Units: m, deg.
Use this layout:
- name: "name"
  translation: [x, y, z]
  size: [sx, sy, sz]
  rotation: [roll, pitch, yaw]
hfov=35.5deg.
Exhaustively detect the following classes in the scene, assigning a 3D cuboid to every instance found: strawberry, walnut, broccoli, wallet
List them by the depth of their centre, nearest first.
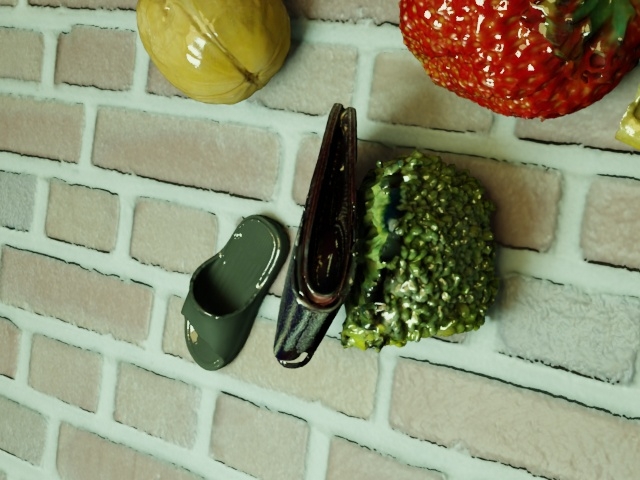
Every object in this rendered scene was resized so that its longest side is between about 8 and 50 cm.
- name: "strawberry"
  translation: [0.199, -0.254, 1.049]
  size: [0.288, 0.238, 0.250]
  rotation: [-7, 73, 50]
- name: "wallet"
  translation: [0.000, 0.000, 1.186]
  size: [0.071, 0.221, 0.262]
  rotation: [9, 65, -4]
- name: "broccoli"
  translation: [0.118, 0.022, 1.187]
  size: [0.180, 0.273, 0.243]
  rotation: [11, 86, -9]
- name: "walnut"
  translation: [-0.144, -0.287, 1.335]
  size: [0.226, 0.193, 0.193]
  rotation: [45, 115, 31]

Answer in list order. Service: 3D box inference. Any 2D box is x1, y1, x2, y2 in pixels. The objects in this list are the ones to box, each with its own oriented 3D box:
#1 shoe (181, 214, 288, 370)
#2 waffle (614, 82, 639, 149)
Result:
- name: "shoe"
  translation: [-0.139, 0.070, 1.384]
  size: [0.108, 0.093, 0.241]
  rotation: [41, 111, 27]
- name: "waffle"
  translation: [0.412, -0.180, 0.951]
  size: [0.168, 0.057, 0.274]
  rotation: [28, 120, 18]
